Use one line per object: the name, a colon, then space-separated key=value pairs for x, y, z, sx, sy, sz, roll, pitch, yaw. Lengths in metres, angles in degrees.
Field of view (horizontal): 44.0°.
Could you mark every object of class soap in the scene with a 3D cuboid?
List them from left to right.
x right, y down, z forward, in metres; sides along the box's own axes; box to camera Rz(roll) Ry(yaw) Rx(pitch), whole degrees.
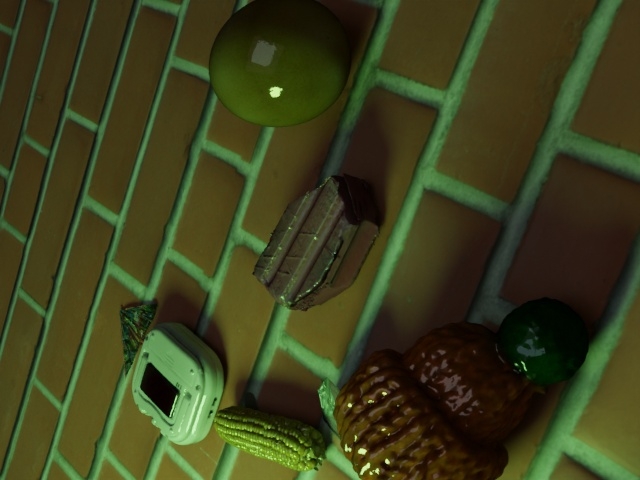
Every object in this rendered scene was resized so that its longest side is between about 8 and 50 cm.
soap: x=0.000 y=0.000 z=1.542 sx=0.182 sy=0.112 sz=0.289 roll=41 pitch=113 yaw=35

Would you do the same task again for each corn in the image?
corn: x=-0.112 y=0.397 z=1.625 sx=0.291 sy=0.101 sz=0.101 roll=7 pitch=91 yaw=44

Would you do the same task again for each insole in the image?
insole: x=-0.143 y=0.395 z=1.712 sx=0.045 sy=0.002 sz=0.135 roll=-23 pitch=72 yaw=39

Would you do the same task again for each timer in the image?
timer: x=-0.336 y=0.329 z=1.831 sx=0.262 sy=0.087 sz=0.237 roll=32 pitch=108 yaw=39

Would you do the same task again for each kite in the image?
kite: x=-0.467 y=0.241 z=2.007 sx=0.189 sy=0.009 sz=0.232 roll=43 pitch=116 yaw=34
kite: x=0.099 y=0.406 z=1.429 sx=0.360 sy=0.022 sz=0.204 roll=52 pitch=158 yaw=27

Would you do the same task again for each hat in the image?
hat: x=0.213 y=0.227 z=1.242 sx=0.285 sy=0.285 sz=0.400 roll=48 pitch=113 yaw=33

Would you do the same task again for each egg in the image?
egg: x=-0.086 y=-0.347 z=1.554 sx=0.322 sy=0.250 sz=0.250 roll=-2 pitch=86 yaw=47
